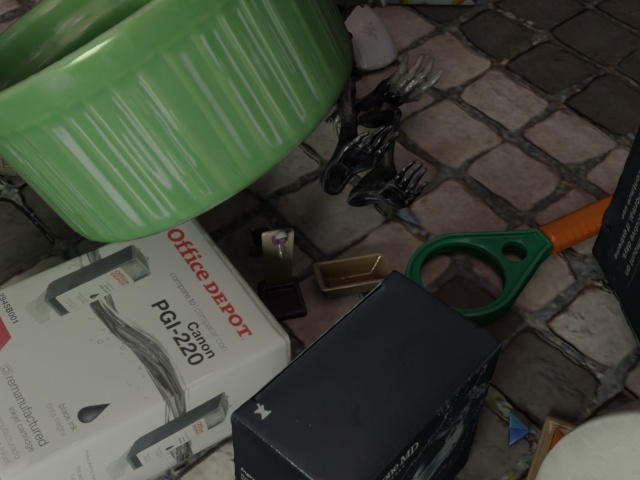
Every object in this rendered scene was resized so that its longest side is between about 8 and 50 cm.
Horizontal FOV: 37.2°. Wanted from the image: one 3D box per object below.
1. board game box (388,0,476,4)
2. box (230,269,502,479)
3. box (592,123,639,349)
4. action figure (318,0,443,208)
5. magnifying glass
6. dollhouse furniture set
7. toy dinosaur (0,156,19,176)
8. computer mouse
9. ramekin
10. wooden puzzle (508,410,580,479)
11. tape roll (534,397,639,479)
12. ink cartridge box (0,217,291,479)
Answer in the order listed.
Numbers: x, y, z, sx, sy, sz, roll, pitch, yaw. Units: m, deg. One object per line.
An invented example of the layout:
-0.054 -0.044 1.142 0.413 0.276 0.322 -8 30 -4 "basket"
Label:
0.112 -0.421 1.146 0.144 0.142 0.275 1 48 -1 "board game box"
0.028 0.133 0.627 0.093 0.158 0.156 34 55 26 "box"
0.510 0.070 0.620 0.479 0.297 0.472 -6 50 -8 "box"
0.033 -0.162 0.900 0.141 0.164 0.276 -33 51 21 "action figure"
0.177 0.009 0.836 0.230 0.026 0.092 -21 52 -21 "magnifying glass"
0.000 0.000 0.798 0.114 0.081 0.091 -9 49 -11 "dollhouse furniture set"
-0.273 -0.114 0.891 0.313 0.121 0.160 -9 60 -18 "toy dinosaur"
0.018 -0.257 1.060 0.106 0.042 0.193 -26 54 -25 "computer mouse"
-0.121 -0.137 0.744 0.303 0.148 0.303 -26 29 15 "ramekin"
0.192 0.166 0.701 0.116 0.014 0.079 13 48 10 "wooden puzzle"
0.220 0.240 0.382 0.072 0.392 0.392 -18 51 -17 "tape roll"
-0.151 0.091 0.703 0.217 0.092 0.158 -24 53 -25 "ink cartridge box"
